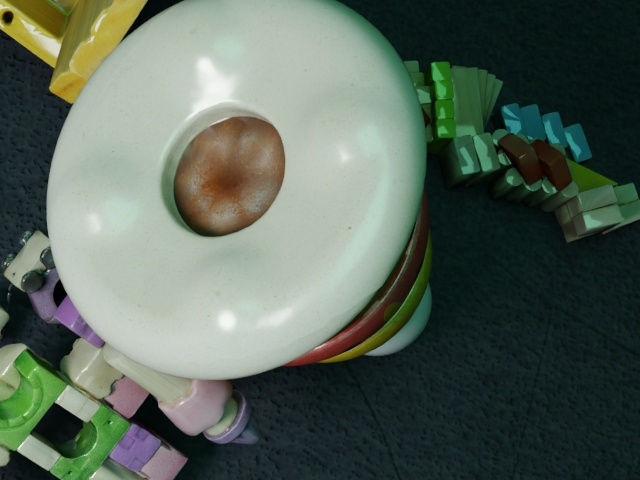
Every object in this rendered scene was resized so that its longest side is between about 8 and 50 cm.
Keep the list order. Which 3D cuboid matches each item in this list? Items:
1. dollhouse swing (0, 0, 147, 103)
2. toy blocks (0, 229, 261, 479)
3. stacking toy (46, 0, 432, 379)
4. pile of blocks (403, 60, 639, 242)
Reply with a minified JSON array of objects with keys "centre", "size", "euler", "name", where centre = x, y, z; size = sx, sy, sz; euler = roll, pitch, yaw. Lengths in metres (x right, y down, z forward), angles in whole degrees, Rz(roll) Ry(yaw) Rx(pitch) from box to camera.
[{"centre":[-0.250,-0.350,1.628],"size":[0.315,0.305,0.347],"euler":[36,108,-1],"name":"dollhouse swing"},{"centre":[-0.220,0.202,1.672],"size":[0.260,0.309,0.288],"euler":[39,86,-35],"name":"toy blocks"},{"centre":[0.000,0.000,1.602],"size":[0.350,0.480,0.350],"euler":[-7,71,22],"name":"stacking toy"},{"centre":[0.194,-0.113,1.814],"size":[0.362,0.112,0.149],"euler":[21,78,-5],"name":"pile of blocks"}]
